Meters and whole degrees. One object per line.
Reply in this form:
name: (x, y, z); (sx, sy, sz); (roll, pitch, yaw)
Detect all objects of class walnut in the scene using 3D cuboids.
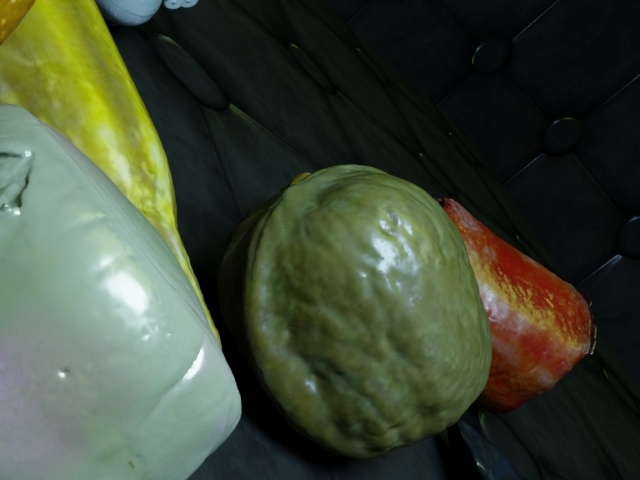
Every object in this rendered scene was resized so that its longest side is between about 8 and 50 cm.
walnut: (0.036, 0.069, 0.856); (0.283, 0.227, 0.282); (5, 83, -39)

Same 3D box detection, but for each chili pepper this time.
chili pepper: (0.201, 0.060, 1.277); (0.305, 0.229, 0.251); (46, 34, -14)

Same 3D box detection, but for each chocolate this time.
chocolate: (-0.204, -0.083, 0.699); (0.162, 0.162, 0.445); (22, 33, -56)

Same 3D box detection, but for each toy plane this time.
toy plane: (-0.271, -0.356, 1.186); (0.245, 0.117, 0.244); (27, 35, -21)

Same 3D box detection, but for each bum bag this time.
bum bag: (0.243, 0.329, 1.071); (0.310, 0.074, 0.137); (49, 7, -2)

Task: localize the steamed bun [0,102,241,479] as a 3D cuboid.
steamed bun: (-0.155, 0.037, 0.500); (0.238, 0.170, 0.152); (50, -19, 15)

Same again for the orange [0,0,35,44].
orange: (-0.296, -0.239, 0.509); (0.341, 0.293, 0.340); (37, -5, 4)

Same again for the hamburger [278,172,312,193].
hamburger: (0.000, 0.000, 1.086); (0.162, 0.115, 0.162); (43, 21, -21)
